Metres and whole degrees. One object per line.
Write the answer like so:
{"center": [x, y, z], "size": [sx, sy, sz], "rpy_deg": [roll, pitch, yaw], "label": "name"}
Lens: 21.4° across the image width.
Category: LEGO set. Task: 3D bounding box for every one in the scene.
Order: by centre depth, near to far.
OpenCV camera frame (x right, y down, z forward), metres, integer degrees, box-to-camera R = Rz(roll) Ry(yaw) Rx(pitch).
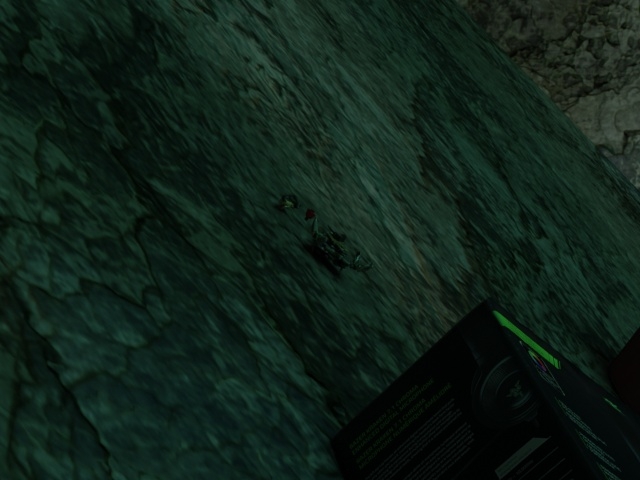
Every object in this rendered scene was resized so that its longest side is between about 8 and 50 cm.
{"center": [0.000, -0.001, 1.218], "size": [0.083, 0.023, 0.054], "rpy_deg": [42, 9, 29], "label": "LEGO set"}

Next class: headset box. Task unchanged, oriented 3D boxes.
{"center": [0.162, 0.198, 0.956], "size": [0.246, 0.131, 0.283], "rpy_deg": [37, 15, -36], "label": "headset box"}

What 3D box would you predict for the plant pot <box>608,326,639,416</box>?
{"center": [0.399, 0.121, 1.701], "size": [0.201, 0.180, 0.201], "rpy_deg": [44, 17, -17], "label": "plant pot"}
